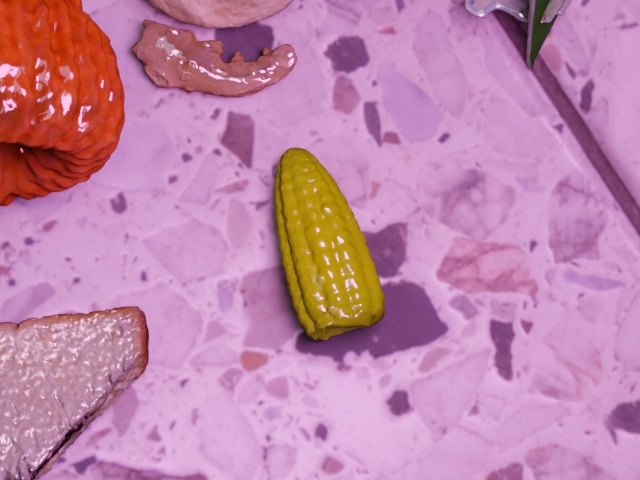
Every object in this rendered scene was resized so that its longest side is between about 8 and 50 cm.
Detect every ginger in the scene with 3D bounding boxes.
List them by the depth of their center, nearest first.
[{"bbox_3d":[-0.114,-0.188,1.745,0.173,0.051,0.069,11,80,-10],"label":"ginger"}]

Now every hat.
[{"bbox_3d":[-0.347,-0.238,1.648,0.285,0.285,0.400,-1,64,-7],"label":"hat"}]

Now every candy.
[{"bbox_3d":[0.000,0.000,1.700,0.097,0.097,0.209,-15,75,-10],"label":"candy"}]

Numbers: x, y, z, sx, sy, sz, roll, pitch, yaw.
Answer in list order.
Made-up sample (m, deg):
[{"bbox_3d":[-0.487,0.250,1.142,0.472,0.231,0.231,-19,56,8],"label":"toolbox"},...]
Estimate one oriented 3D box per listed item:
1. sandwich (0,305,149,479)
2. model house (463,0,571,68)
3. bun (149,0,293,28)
[{"bbox_3d":[-0.306,0.187,1.601,0.288,0.099,0.254,-2,61,-8],"label":"sandwich"},{"bbox_3d":[0.172,-0.405,1.766,0.313,0.242,0.358,25,78,15],"label":"model house"},{"bbox_3d":[-0.104,-0.340,1.729,0.220,0.134,0.220,1,76,-4],"label":"bun"}]
